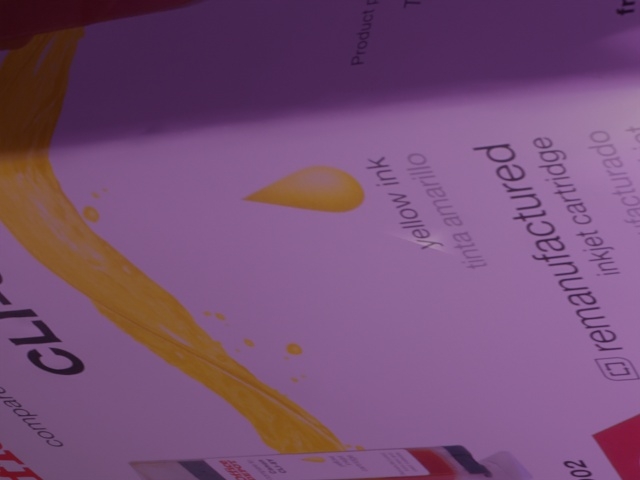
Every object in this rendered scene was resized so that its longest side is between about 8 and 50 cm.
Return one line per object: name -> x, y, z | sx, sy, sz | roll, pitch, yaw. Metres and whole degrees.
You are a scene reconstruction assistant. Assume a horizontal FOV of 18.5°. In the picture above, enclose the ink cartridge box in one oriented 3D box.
ink cartridge box -> 0.000, -0.013, 0.736 | 0.384, 0.160, 0.279 | -5, 144, 26
